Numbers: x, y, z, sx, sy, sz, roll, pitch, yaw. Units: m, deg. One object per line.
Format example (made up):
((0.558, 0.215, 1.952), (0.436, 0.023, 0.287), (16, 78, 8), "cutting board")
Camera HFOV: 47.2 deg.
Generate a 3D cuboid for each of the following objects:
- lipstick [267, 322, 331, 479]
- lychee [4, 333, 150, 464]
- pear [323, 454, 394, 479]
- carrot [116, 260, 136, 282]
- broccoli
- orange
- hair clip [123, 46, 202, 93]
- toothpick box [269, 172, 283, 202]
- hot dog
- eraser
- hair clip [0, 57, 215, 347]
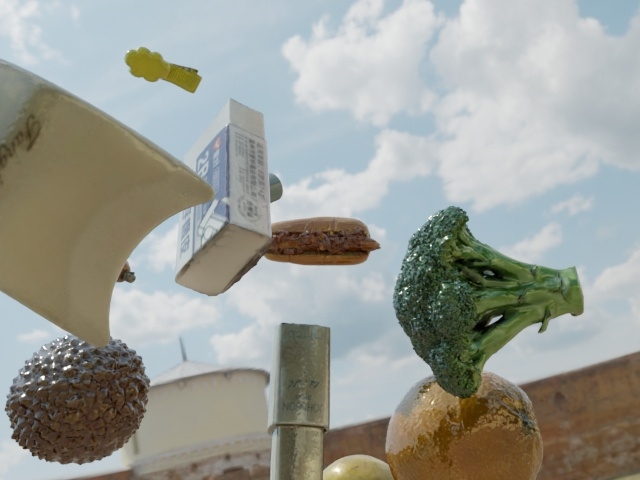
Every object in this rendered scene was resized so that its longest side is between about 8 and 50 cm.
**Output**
((-0.027, 0.234, 0.915), (0.079, 0.253, 0.077), (5, -28, -8), "lipstick")
((-0.337, 0.222, 1.025), (0.200, 0.200, 0.238), (1, -20, -34), "lychee")
((0.088, 0.538, 1.476), (0.209, 0.209, 0.209), (-12, -21, -5), "pear")
((-0.575, 0.024, 1.794), (0.069, 0.336, 0.069), (-46, -29, -35), "carrot")
((0.236, 0.087, 1.043), (0.269, 0.269, 0.254), (-18, -9, 10), "broccoli")
((0.243, 0.338, 1.228), (0.264, 0.264, 0.264), (-12, -21, -5), "orange")
((-0.350, -0.374, 1.617), (0.173, 0.046, 0.072), (17, -66, -36), "hair clip")
((-0.109, -0.078, 1.218), (0.083, 0.052, 0.052), (-26, -8, -42), "toothpick box")
((0.000, 0.000, 1.482), (0.249, 0.102, 0.076), (2, -11, -4), "hot dog")
((-0.115, -0.054, 0.863), (0.068, 0.210, 0.124), (21, -47, -29), "eraser")
((-0.253, -0.062, 0.616), (0.172, 0.282, 0.113), (-53, -19, 1), "hair clip")
